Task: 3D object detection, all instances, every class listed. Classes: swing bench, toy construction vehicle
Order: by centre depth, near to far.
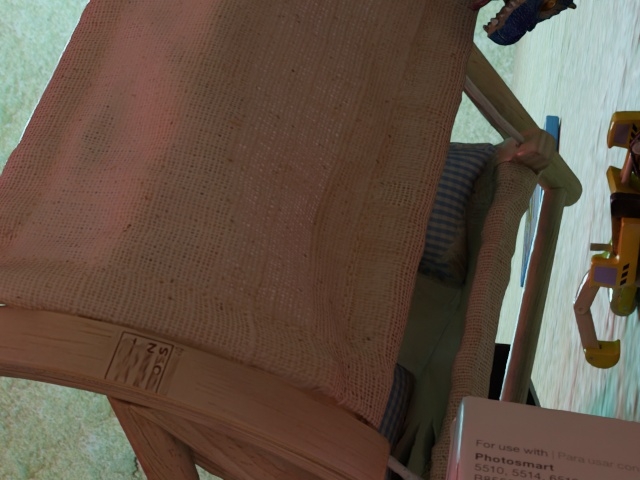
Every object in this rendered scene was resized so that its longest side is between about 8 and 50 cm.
[{"bbox_3d":[0.000,0.000,0.476,0.255,0.165,0.253,60,-141,-51],"label":"swing bench"},{"bbox_3d":[0.134,-0.003,0.494,0.086,0.035,0.098,-71,-14,-60],"label":"toy construction vehicle"}]

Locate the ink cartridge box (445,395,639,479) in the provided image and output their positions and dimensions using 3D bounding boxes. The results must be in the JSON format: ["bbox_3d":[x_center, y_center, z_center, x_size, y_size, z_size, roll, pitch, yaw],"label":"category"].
[{"bbox_3d":[0.065,0.165,0.300,0.203,0.085,0.148,-71,-13,-56],"label":"ink cartridge box"}]

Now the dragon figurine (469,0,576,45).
[{"bbox_3d":[0.111,-0.206,0.462,0.144,0.085,0.289,48,-128,-22],"label":"dragon figurine"}]

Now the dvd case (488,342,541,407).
[{"bbox_3d":[0.109,0.183,0.637,0.239,0.029,0.179,55,-140,-60],"label":"dvd case"}]

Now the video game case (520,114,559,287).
[{"bbox_3d":[0.225,-0.036,1.127,0.166,0.015,0.119,82,-164,-65],"label":"video game case"}]
